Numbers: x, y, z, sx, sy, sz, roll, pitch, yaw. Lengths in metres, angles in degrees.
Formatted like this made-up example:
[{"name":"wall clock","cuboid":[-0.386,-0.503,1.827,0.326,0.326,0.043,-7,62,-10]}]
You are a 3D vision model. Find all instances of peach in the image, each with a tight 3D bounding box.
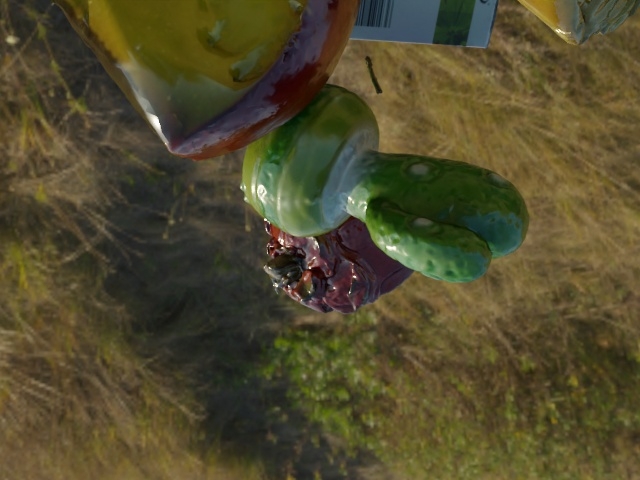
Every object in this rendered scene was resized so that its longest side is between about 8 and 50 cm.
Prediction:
[{"name":"peach","cuboid":[-0.097,-0.262,0.834,0.306,0.381,0.242,23,174,19]}]

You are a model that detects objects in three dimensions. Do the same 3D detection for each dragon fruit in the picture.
[{"name":"dragon fruit","cuboid":[0.000,0.000,1.328,0.316,0.205,0.152,19,166,30]}]

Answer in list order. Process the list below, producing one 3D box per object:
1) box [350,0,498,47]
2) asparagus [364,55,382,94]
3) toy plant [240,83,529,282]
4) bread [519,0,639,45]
[{"name":"box","cuboid":[0.101,-0.387,1.278,0.299,0.200,0.106,1,119,-14]},{"name":"asparagus","cuboid":[0.096,-0.304,1.488,0.016,0.166,0.013,24,119,-22]},{"name":"toy plant","cuboid":[0.084,-0.055,0.936,0.315,0.224,0.185,26,122,23]},{"name":"bread","cuboid":[0.228,-0.293,0.727,0.179,0.133,0.250,-46,152,14]}]
